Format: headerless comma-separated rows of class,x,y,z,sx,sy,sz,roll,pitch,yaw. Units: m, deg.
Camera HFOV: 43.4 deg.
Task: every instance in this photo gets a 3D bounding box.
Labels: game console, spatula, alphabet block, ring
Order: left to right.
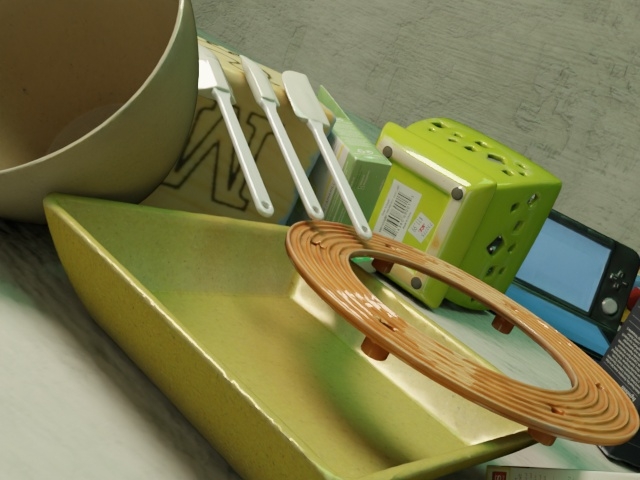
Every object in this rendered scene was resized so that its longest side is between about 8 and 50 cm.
alphabet block,-0.131,-0.122,0.949,0.197,0.193,0.192,19,15,-28
spatula,-0.043,-0.102,0.788,0.168,0.019,0.242,12,44,-41
ring,0.117,0.076,0.702,0.336,0.032,0.336,25,15,-7
game console,0.410,0.064,1.336,0.293,0.250,0.173,26,-12,-6

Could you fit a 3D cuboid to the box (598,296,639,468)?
box,0.411,0.158,0.903,0.153,0.207,0.108,25,14,-12

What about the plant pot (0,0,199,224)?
plant pot,-0.226,-0.124,0.720,0.284,0.284,0.191,34,-17,27

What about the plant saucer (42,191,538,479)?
plant saucer,-0.015,0.090,0.635,0.333,0.081,0.332,37,18,34

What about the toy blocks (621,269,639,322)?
toy blocks,0.692,0.127,1.650,0.260,0.191,0.381,14,16,-6

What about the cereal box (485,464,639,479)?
cereal box,0.263,0.194,0.576,0.173,0.047,0.240,18,-19,-35

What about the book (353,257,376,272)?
book,0.000,0.000,1.090,0.144,0.035,0.096,36,21,29

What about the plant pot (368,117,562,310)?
plant pot,0.167,-0.040,1.152,0.227,0.228,0.207,36,24,32

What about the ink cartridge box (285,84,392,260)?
ink cartridge box,-0.006,-0.078,0.999,0.056,0.171,0.235,5,30,-28
